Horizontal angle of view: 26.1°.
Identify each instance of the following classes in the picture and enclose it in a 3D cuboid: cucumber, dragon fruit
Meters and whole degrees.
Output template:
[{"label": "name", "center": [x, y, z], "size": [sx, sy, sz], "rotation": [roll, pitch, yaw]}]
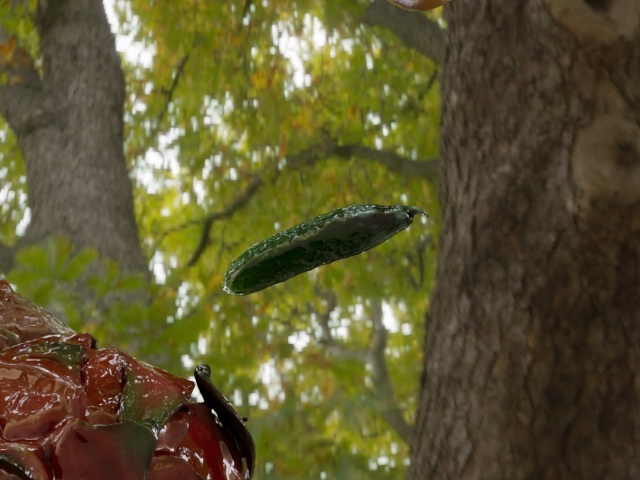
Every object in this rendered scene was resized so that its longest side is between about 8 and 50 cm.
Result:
[{"label": "cucumber", "center": [0.000, 0.000, 0.968], "size": [0.155, 0.037, 0.037], "rotation": [-21, -56, 12]}, {"label": "dragon fruit", "center": [-0.134, 0.169, 0.839], "size": [0.234, 0.233, 0.293], "rotation": [-40, -26, 22]}]

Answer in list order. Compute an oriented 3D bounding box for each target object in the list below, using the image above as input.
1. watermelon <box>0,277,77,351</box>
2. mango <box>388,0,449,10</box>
[{"label": "watermelon", "center": [-0.348, 0.096, 1.347], "size": [0.257, 0.193, 0.139], "rotation": [-6, -63, -8]}, {"label": "mango", "center": [0.130, -0.304, 1.246], "size": [0.219, 0.145, 0.112], "rotation": [-44, -103, 18]}]
